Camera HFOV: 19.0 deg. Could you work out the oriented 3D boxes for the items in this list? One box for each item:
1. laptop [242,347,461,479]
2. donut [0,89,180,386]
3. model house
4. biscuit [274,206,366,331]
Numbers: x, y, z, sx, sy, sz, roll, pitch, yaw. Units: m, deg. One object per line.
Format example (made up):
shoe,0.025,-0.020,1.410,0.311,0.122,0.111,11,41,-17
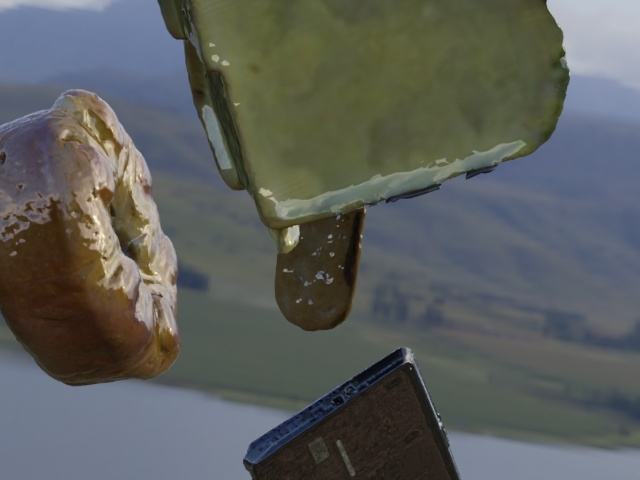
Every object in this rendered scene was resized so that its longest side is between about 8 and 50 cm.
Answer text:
laptop,0.034,0.187,1.455,0.026,0.154,0.207,48,-15,45
donut,-0.247,0.006,1.987,0.150,0.317,0.299,-15,21,5
model house,0.011,-0.189,1.395,0.261,0.321,0.266,-17,13,-10
biscuit,0.000,0.000,1.514,0.071,0.147,0.018,9,7,25
